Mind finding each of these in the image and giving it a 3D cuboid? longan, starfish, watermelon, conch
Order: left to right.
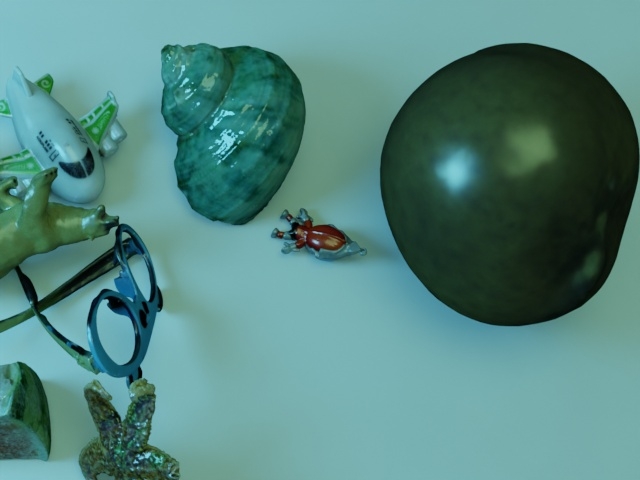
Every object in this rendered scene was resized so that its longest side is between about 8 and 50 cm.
[{"bbox_3d":[-0.354,0.193,1.789,0.158,0.121,0.098,-28,54,24],"label":"watermelon"},{"bbox_3d":[-0.199,0.228,1.751,0.053,0.150,0.209,-37,124,-39],"label":"starfish"},{"bbox_3d":[-0.110,-0.145,1.917,0.202,0.134,0.196,40,65,2],"label":"conch"},{"bbox_3d":[0.215,-0.064,1.876,0.319,0.319,0.318,4,69,-12],"label":"longan"}]

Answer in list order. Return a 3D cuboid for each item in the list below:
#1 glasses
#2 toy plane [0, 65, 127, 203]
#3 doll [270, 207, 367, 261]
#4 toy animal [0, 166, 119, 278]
[{"bbox_3d":[-0.277,0.061,1.792,0.207,0.102,0.239,9,33,-4],"label":"glasses"},{"bbox_3d":[-0.307,-0.118,1.893,0.174,0.080,0.174,4,71,-13],"label":"toy plane"},{"bbox_3d":[0.000,0.001,1.942,0.114,0.039,0.057,20,34,8],"label":"doll"},{"bbox_3d":[-0.336,-0.008,1.799,0.219,0.103,0.101,-30,104,-8],"label":"toy animal"}]
